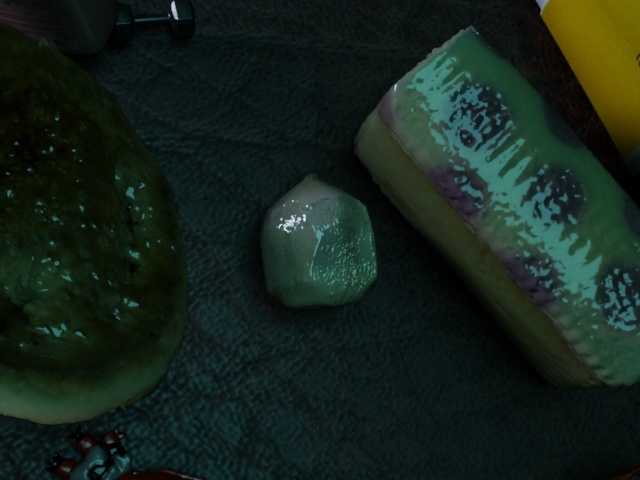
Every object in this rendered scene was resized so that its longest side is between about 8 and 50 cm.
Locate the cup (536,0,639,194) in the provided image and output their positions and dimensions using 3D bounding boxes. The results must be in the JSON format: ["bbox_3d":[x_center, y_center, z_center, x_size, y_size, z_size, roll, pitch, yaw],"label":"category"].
[{"bbox_3d":[0.348,-0.186,1.016,0.196,0.196,0.280,-29,80,-21],"label":"cup"}]

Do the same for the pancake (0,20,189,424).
[{"bbox_3d":[-0.227,-0.027,0.752,0.356,0.065,0.356,34,40,-35],"label":"pancake"}]

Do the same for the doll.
[{"bbox_3d":[-0.147,0.221,0.824,0.169,0.057,0.109,40,71,-6],"label":"doll"}]

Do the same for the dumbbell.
[{"bbox_3d":[-0.160,-0.206,0.932,0.083,0.040,0.036,-9,48,-19],"label":"dumbbell"}]

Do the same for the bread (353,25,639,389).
[{"bbox_3d":[0.190,-0.022,0.919,0.155,0.187,0.338,-39,91,-16],"label":"bread"}]

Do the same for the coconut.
[{"bbox_3d":[0.000,0.000,0.899,0.110,0.110,0.125,-2,84,-18],"label":"coconut"}]

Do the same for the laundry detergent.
[{"bbox_3d":[-0.270,-0.242,0.798,0.171,0.237,0.076,12,73,10],"label":"laundry detergent"}]

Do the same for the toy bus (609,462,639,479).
[{"bbox_3d":[0.219,0.314,0.869,0.329,0.153,0.143,-24,84,-23],"label":"toy bus"}]
